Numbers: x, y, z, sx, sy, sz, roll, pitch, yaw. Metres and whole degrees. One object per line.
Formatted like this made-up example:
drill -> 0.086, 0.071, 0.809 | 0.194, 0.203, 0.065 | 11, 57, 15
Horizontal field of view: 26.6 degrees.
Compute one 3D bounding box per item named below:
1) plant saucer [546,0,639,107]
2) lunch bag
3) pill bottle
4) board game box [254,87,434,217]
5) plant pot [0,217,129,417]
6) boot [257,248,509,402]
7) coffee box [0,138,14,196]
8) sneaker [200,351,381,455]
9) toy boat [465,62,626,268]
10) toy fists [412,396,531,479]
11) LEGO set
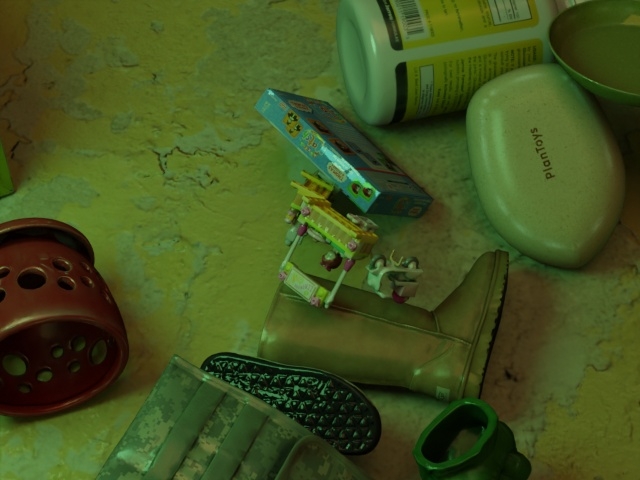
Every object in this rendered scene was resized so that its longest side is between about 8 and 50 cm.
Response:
plant saucer -> 0.402, -0.230, 1.701 | 0.240, 0.037, 0.241 | 2, 38, -2
lunch bag -> -0.095, 0.303, 1.454 | 0.287, 0.169, 0.235 | 28, 59, 6
pill bottle -> 0.202, -0.273, 1.826 | 0.333, 0.188, 0.188 | -11, 59, -11
board game box -> 0.032, -0.111, 1.742 | 0.211, 0.160, 0.039 | 45, 109, 22
plant pot -> -0.334, 0.085, 1.569 | 0.191, 0.191, 0.174 | -16, 51, -13
boot -> 0.083, 0.080, 1.653 | 0.269, 0.089, 0.236 | 13, 51, 10
coffee box -> -0.608, -0.214, 1.651 | 0.337, 0.338, 0.334 | -22, 61, -16
sneaker -> -0.030, 0.181, 1.568 | 0.234, 0.097, 0.084 | 20, 86, 19
toy boat -> 0.354, -0.107, 1.742 | 0.318, 0.148, 0.268 | -13, 84, 6
toy fists -> 0.129, 0.309, 1.468 | 0.096, 0.142, 0.279 | 17, 53, 38
LEGO set -> 0.000, 0.000, 1.654 | 0.132, 0.107, 0.287 | 18, 17, -33
